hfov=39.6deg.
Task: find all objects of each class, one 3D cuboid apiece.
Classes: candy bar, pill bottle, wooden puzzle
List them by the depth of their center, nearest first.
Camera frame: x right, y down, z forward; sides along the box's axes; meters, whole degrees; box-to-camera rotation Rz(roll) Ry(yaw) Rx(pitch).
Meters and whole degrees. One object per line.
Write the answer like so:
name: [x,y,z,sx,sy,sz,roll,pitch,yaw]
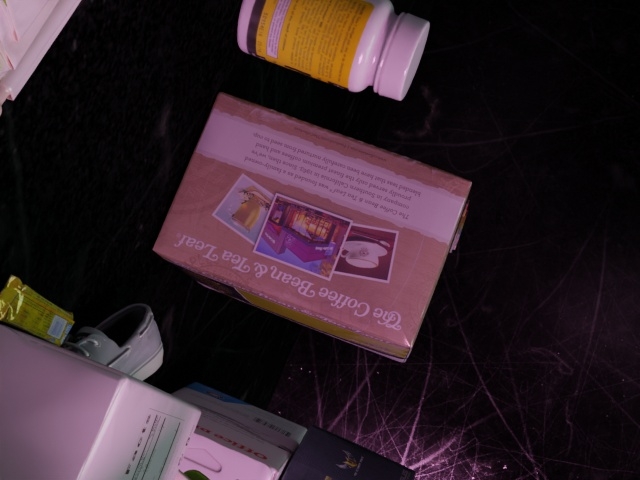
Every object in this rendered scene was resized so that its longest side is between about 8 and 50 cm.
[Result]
candy bar: [-0.249,0.067,0.781,0.161,0.018,0.040,85,28,-75]
pill bottle: [0.016,-0.249,1.065,0.119,0.209,0.119,22,90,-82]
wooden puzzle: [0.187,-0.015,1.195,0.083,0.006,0.049,96,15,-60]

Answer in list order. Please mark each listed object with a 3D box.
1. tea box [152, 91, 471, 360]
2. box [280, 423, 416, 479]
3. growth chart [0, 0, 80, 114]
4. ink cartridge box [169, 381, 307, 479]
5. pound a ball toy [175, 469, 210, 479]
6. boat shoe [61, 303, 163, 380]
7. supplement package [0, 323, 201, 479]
tea box: [0.000,0.000,1.182,0.323,0.329,0.219,71,40,-80]
box: [0.027,0.388,1.302,0.232,0.183,0.059,-51,162,-62]
growth chart: [-0.180,-0.193,0.525,0.237,0.021,0.172,101,13,-55]
ink cartridge box: [-0.162,0.338,1.396,0.307,0.223,0.129,12,100,-82]
pound a ball toy: [-0.188,0.308,0.833,0.319,0.208,0.136,-48,173,-5]
boat shoe: [-0.234,0.124,0.895,0.227,0.079,0.081,-41,129,-65]
supplement package: [-0.219,0.162,0.642,0.293,0.178,0.175,83,28,-75]
